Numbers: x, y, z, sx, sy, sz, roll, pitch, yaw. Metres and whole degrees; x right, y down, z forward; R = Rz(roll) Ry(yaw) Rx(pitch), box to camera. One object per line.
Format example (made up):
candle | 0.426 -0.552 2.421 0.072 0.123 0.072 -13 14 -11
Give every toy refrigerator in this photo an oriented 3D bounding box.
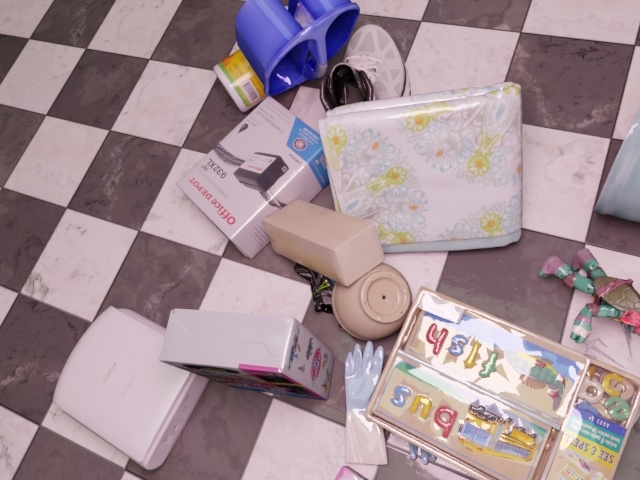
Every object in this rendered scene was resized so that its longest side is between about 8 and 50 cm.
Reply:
toy refrigerator | 0.000 0.000 1.116 0.102 0.094 0.269 -33 31 -25

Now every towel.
towel | 0.199 -0.123 1.068 0.374 0.321 0.090 -5 35 13

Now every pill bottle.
pill bottle | -0.136 -0.448 1.391 0.245 0.136 0.136 -34 63 -1

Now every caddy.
caddy | -0.044 -0.433 1.179 0.241 0.341 0.179 -37 93 -4

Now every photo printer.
photo printer | -0.409 0.295 1.168 0.307 0.107 0.256 23 75 23

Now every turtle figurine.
turtle figurine | 0.507 0.112 0.965 0.175 0.118 0.234 5 37 -28

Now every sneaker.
sneaker | 0.005 0.109 1.155 0.078 0.067 0.188 -41 66 -11
sneaker | 0.106 -0.360 1.219 0.169 0.257 0.448 -4 67 14

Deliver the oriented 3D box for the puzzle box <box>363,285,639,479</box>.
puzzle box | 0.311 0.282 0.963 0.408 0.052 0.272 22 83 20

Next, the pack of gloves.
pack of gloves | 0.146 0.309 1.055 0.195 0.046 0.232 -3 76 13

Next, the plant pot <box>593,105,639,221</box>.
plant pot | 0.641 -0.152 0.958 0.196 0.293 0.293 24 76 25

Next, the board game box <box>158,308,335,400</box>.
board game box | -0.117 0.217 1.010 0.223 0.303 0.098 2 69 17

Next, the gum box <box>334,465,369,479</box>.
gum box | 0.096 0.501 0.966 0.188 0.062 0.107 27 77 23

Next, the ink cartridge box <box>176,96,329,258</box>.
ink cartridge box | -0.142 -0.148 1.269 0.307 0.129 0.223 -45 64 -6

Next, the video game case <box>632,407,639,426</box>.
video game case | 0.440 0.320 0.971 0.173 0.022 0.190 35 81 25

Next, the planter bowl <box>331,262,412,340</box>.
planter bowl | 0.112 0.113 1.066 0.162 0.109 0.162 2 79 -12
